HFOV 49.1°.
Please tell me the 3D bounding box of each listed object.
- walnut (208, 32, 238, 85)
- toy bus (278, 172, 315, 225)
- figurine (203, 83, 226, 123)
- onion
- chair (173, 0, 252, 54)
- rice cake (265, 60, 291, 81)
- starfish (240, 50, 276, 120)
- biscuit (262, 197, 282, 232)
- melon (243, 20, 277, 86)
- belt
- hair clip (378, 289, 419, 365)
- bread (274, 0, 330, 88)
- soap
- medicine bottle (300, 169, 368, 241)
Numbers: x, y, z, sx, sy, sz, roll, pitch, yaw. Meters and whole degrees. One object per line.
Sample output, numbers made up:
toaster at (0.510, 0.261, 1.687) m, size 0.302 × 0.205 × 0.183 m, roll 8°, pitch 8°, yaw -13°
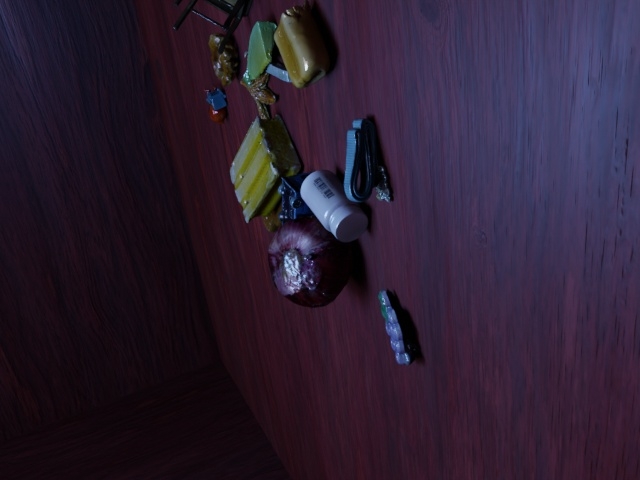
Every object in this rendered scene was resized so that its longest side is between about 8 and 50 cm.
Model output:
walnut at (-0.305, -0.582, 2.232) m, size 0.142 × 0.069 × 0.170 m, roll 61°, pitch 160°, yaw 24°
toy bus at (-0.054, -0.086, 1.938) m, size 0.090 × 0.106 × 0.184 m, roll 47°, pitch 144°, yaw 44°
figurine at (-0.370, -0.483, 2.517) m, size 0.075 × 0.068 × 0.140 m, roll 49°, pitch 157°, yaw 42°
onion at (-0.016, 0.056, 1.842) m, size 0.252 × 0.219 × 0.252 m, roll -8°, pitch 76°, yaw 32°
chair at (-0.271, -0.708, 1.939) m, size 0.186 × 0.319 × 0.160 m, roll 27°, pitch 162°, yaw -6°
rice cake at (-0.109, -0.453, 1.871) m, size 0.171 × 0.029 × 0.033 m, roll -137°, pitch 38°, yaw -55°
starfish at (-0.180, -0.441, 2.062) m, size 0.227 × 0.043 × 0.240 m, roll 18°, pitch 127°, yaw 68°
biscuit at (-0.148, -0.152, 2.234) m, size 0.301 × 0.043 × 0.278 m, roll 17°, pitch 120°, yaw 63°
melon at (-0.165, -0.499, 1.921) m, size 0.262 × 0.053 × 0.113 m, roll 135°, pitch 119°, yaw -66°
belt at (0.102, -0.171, 1.506) m, size 0.065 × 0.100 × 0.179 m, roll -157°, pitch 66°, yaw -67°
hair clip at (0.182, 0.200, 1.662) m, size 0.124 × 0.052 × 0.195 m, roll 94°, pitch 159°, yaw -59°
bread at (-0.036, -0.439, 1.594) m, size 0.173 × 0.085 × 0.134 m, roll 70°, pitch 158°, yaw 9°
soap at (-0.172, -0.209, 2.092) m, size 0.315 × 0.091 × 0.199 m, roll -53°, pitch 52°, yaw 56°
medicine bottle at (0.034, -0.085, 1.703) m, size 0.186 × 0.103 × 0.102 m, roll 52°, pitch 153°, yaw 43°
